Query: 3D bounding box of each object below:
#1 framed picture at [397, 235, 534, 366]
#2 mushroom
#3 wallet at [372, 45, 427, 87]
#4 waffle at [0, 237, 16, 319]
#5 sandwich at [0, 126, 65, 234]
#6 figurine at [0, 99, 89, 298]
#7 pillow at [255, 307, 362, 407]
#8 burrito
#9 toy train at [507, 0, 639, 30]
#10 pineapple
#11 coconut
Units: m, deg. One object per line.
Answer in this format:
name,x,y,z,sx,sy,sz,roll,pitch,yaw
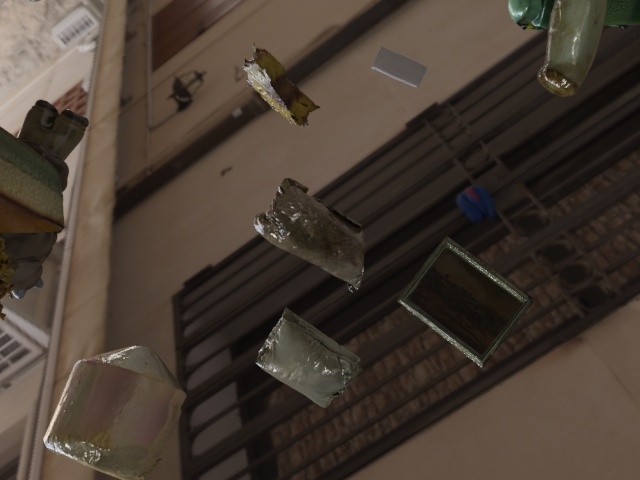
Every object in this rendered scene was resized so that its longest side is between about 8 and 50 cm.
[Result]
framed picture,0.332,0.139,1.680,0.252,0.197,0.014,38,-177,17
mushroom,0.399,-0.372,1.103,0.100,0.081,0.312,-107,22,-66
wallet,0.189,-0.413,1.731,0.122,0.061,0.025,25,171,4
waffle,-0.564,0.059,1.090,0.197,0.193,0.070,18,177,-16
sandwich,-0.439,-0.084,0.941,0.220,0.186,0.108,2,-110,-25
figurine,-0.562,-0.091,1.338,0.248,0.381,0.203,24,153,-7
pillow,-0.027,0.228,1.384,0.181,0.134,0.078,35,-156,-3
burrito,0.009,-0.005,1.672,0.347,0.175,0.107,35,-137,-27
toy train,0.570,-0.531,1.417,0.179,0.441,0.273,-127,36,-49
pineapple,-0.113,-0.383,1.769,0.135,0.079,0.233,25,162,49
coconut,-0.487,0.408,1.777,0.297,0.310,0.297,19,157,8
